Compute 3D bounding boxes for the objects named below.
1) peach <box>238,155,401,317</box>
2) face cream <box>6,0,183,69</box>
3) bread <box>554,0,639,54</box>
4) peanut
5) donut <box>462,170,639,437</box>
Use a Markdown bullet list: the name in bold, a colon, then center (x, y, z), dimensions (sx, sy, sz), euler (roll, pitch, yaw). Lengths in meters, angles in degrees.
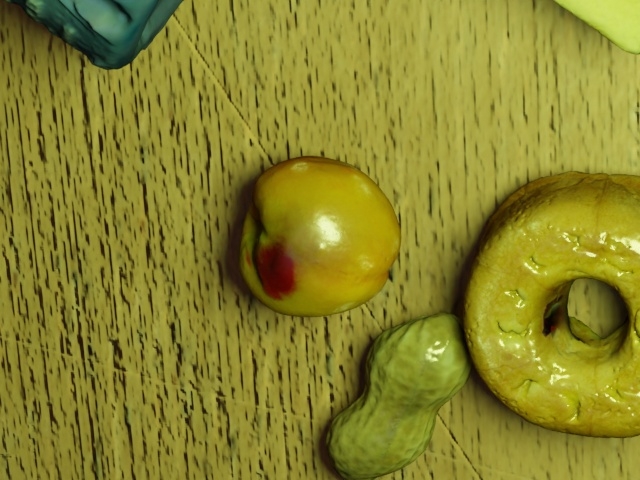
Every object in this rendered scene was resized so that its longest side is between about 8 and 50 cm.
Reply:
- **peach**: center (0.000, 0.000, 1.510), dimensions (0.138, 0.138, 0.138), euler (4, 108, 12)
- **face cream**: center (-0.173, -0.284, 1.394), dimensions (0.225, 0.249, 0.249), euler (36, 112, -1)
- **bread**: center (0.263, -0.276, 1.328), dimensions (0.266, 0.141, 0.178), euler (-48, 69, 29)
- **peanut**: center (0.065, 0.137, 1.561), dimensions (0.089, 0.089, 0.193), euler (32, 112, 2)
- **donut**: center (0.224, 0.055, 1.480), dimensions (0.226, 0.114, 0.227), euler (5, 110, 13)
